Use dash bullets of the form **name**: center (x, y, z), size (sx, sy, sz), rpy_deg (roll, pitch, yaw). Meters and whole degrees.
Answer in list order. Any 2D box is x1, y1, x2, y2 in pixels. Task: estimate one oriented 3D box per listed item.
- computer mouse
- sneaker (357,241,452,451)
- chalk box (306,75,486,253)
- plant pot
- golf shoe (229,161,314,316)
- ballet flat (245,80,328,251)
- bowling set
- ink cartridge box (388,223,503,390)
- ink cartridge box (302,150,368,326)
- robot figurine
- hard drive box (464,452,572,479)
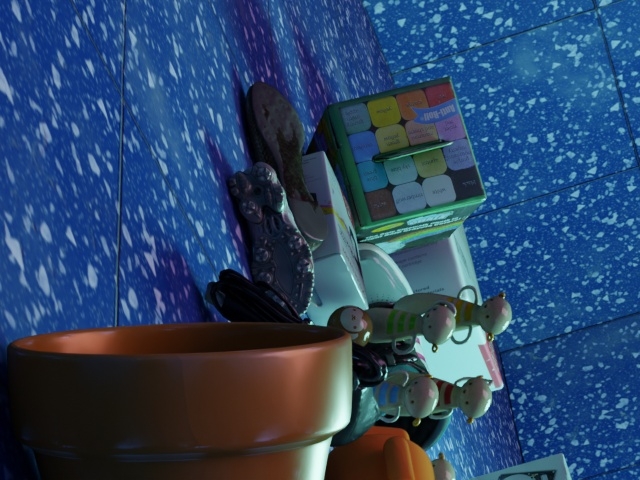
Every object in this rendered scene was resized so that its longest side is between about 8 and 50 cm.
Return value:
- **computer mouse**: center (-0.017, 0.137, 1.615), size (0.188, 0.072, 0.272), rpy_deg (29, -16, 19)
- **sneaker**: center (0.090, 0.159, 2.182), size (0.178, 0.123, 0.296), rpy_deg (-109, 180, -72)
- **chalk box**: center (0.101, -0.099, 2.247), size (0.289, 0.180, 0.179), rpy_deg (122, -46, -74)
- **plant pot**: center (-0.082, 0.151, 1.007), size (0.205, 0.205, 0.188), rpy_deg (-15, 104, -81)
- **golf shoe**: center (-0.045, 0.004, 1.826), size (0.086, 0.069, 0.176), rpy_deg (57, 18, -78)
- **ballet flat**: center (-0.050, -0.084, 2.004), size (0.084, 0.058, 0.250), rpy_deg (11, 48, -39)
- **bowling set**: center (0.105, 0.154, 1.964), size (0.200, 0.154, 0.287), rpy_deg (43, 53, -51)
- **ink cartridge box**: center (0.144, 0.024, 2.584), size (0.279, 0.160, 0.385), rpy_deg (61, 15, -52)
- **ink cartridge box**: center (0.000, 0.000, 2.060), size (0.127, 0.072, 0.175), rpy_deg (64, 12, -47)
- **robot figurine**: center (0.063, 0.291, 1.741), size (0.128, 0.158, 0.219), rpy_deg (41, 25, -30)
- **hard drive box**: center (0.230, 0.393, 2.205), size (0.181, 0.232, 0.089), rpy_deg (-90, 160, -63)
